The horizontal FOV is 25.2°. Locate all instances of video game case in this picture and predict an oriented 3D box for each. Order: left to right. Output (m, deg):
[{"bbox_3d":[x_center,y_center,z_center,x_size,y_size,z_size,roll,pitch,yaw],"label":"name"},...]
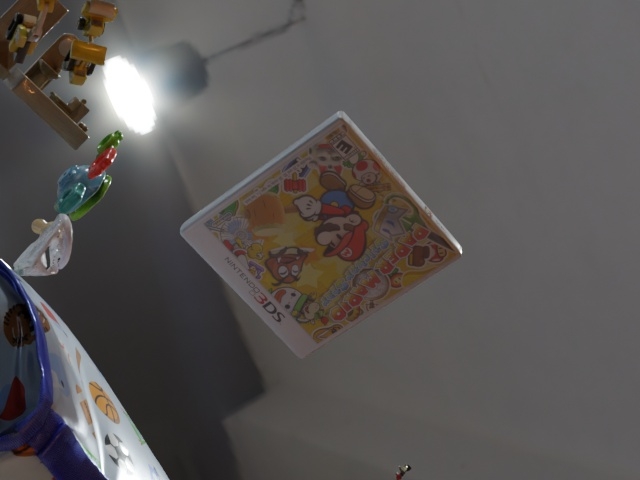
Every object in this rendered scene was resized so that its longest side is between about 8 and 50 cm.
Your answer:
[{"bbox_3d":[0.000,0.000,1.531,0.206,0.227,0.026,47,23,-20],"label":"video game case"}]

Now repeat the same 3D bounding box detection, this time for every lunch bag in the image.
[{"bbox_3d":[-0.321,0.187,1.444,0.385,0.239,0.328,31,-22,41],"label":"lunch bag"}]

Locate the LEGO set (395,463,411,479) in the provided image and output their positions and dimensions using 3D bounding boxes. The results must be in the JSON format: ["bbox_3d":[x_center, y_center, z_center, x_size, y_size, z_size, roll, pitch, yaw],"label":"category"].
[{"bbox_3d":[0.072,0.294,1.727,0.023,0.083,0.054,46,-6,12],"label":"LEGO set"}]

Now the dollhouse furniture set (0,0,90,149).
[{"bbox_3d":[-0.336,-0.224,1.824,0.144,0.123,0.151,45,-3,-32],"label":"dollhouse furniture set"}]

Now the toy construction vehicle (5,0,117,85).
[{"bbox_3d":[-0.220,-0.169,1.225,0.098,0.086,0.035,-44,-137,47],"label":"toy construction vehicle"}]

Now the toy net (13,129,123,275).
[{"bbox_3d":[-0.269,-0.029,1.582,0.122,0.232,0.045,-33,-66,27],"label":"toy net"}]
